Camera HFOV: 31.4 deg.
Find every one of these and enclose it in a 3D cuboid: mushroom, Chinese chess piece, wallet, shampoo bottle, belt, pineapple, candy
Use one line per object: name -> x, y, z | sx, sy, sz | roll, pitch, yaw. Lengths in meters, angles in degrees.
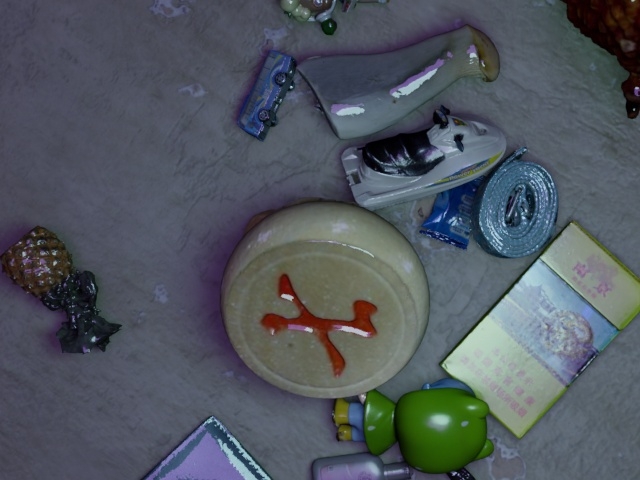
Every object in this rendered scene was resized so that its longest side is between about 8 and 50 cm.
mushroom -> 0.135, -0.280, 1.908 | 0.329, 0.122, 0.159 | -20, 92, 2
Chinese chess piece -> 0.007, 0.095, 1.832 | 0.338, 0.140, 0.338 | 4, 122, 6
wallet -> -0.208, 0.482, 1.942 | 0.290, 0.054, 0.251 | -44, 88, 0
shampoo bottle -> 0.070, 0.401, 1.934 | 0.165, 0.040, 0.080 | -8, 83, 4
belt -> 0.325, -0.051, 1.909 | 0.147, 0.082, 0.163 | 45, 83, -6
pineapple -> -0.438, 0.093, 1.944 | 0.119, 0.111, 0.237 | -39, 93, 32
candy -> 0.230, -0.060, 1.939 | 0.088, 0.038, 0.136 | 20, 81, 0

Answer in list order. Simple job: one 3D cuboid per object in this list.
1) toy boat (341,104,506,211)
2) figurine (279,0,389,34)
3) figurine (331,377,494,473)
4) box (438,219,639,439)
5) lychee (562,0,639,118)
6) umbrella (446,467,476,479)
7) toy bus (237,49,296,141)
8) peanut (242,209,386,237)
toy boat -> 0.169, -0.147, 1.892 | 0.269, 0.141, 0.141 | -24, 87, 9
figurine -> 0.019, -0.423, 1.931 | 0.197, 0.093, 0.147 | -5, 99, 2
figurine -> 0.152, 0.305, 1.882 | 0.263, 0.143, 0.162 | -1, 116, 17
box -> 0.380, 0.150, 1.920 | 0.187, 0.047, 0.335 | 43, 90, 4
lychee -> 0.559, -0.427, 1.747 | 0.425, 0.424, 0.500 | 24, 104, 4
umbrella -> 0.289, 0.471, 1.915 | 0.052, 0.053, 0.250 | -36, 86, -6
toy bus -> -0.090, -0.249, 1.956 | 0.061, 0.051, 0.153 | 25, 90, 16
peanut -> 0.000, 0.000, 1.921 | 0.263, 0.101, 0.117 | -1, 66, 6
